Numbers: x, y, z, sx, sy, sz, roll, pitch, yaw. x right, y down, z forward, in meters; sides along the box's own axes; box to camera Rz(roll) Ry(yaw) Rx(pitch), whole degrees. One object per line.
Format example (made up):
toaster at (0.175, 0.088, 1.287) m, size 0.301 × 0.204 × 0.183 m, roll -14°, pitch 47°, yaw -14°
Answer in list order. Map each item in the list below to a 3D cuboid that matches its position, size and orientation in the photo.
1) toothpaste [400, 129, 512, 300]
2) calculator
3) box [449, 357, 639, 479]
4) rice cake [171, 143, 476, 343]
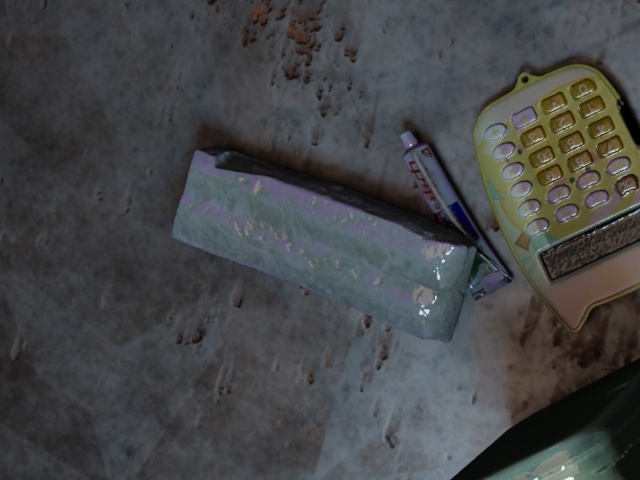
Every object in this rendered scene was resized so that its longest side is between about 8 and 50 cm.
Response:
toothpaste at (0.120, -0.026, 1.749) m, size 0.045 × 0.028 × 0.170 m, roll -30°, pitch 88°, yaw 27°
calculator at (0.233, -0.046, 1.706) m, size 0.157 × 0.033 × 0.236 m, roll -26°, pitch 83°, yaw 21°
box at (0.261, 0.304, 1.559) m, size 0.177 × 0.352 × 0.343 m, roll -27°, pitch 88°, yaw 20°
rice cake at (-0.001, -0.002, 1.770) m, size 0.298 × 0.050 × 0.106 m, roll 21°, pitch 113°, yaw 19°
